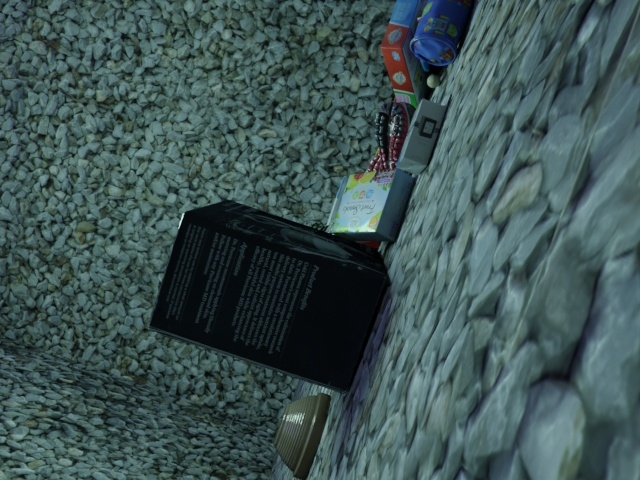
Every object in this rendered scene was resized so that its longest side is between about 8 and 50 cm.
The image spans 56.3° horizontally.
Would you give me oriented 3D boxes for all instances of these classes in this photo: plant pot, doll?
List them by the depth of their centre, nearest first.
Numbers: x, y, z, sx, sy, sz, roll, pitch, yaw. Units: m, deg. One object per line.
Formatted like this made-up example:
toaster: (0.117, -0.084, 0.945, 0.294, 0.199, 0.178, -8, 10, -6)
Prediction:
doll: (0.309, -0.515, 1.647, 0.129, 0.046, 0.188, -8, -88, -45)
plant pot: (-0.061, 0.527, 1.659, 0.237, 0.110, 0.237, -161, 90, -89)

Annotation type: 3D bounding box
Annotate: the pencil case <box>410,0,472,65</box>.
pencil case: (0.323, -0.596, 1.549, 0.133, 0.119, 0.306, -20, 46, 61)

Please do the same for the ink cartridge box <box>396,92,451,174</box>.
ink cartridge box: (0.235, -0.251, 1.374, 0.104, 0.060, 0.180, 105, -176, -83)

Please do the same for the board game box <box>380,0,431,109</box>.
board game box: (0.274, -0.555, 1.780, 0.316, 0.064, 0.242, 56, -131, -58)

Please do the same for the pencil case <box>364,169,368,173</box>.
pencil case: (0.214, -0.227, 2.508, 0.206, 0.088, 0.086, -69, 1, -60)

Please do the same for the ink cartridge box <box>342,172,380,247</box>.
ink cartridge box: (0.136, -0.070, 1.787, 0.134, 0.078, 0.231, -71, -30, -50)

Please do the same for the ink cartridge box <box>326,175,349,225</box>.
ink cartridge box: (0.117, -0.075, 2.064, 0.232, 0.168, 0.171, 111, 177, -68)

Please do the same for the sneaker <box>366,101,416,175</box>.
sneaker: (0.211, -0.223, 1.627, 0.112, 0.121, 0.299, -14, -60, -47)

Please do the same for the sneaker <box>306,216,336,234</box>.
sneaker: (0.000, 0.000, 1.937, 0.134, 0.146, 0.343, -34, -6, -32)

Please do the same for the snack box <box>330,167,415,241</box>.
snack box: (0.130, -0.087, 1.531, 0.207, 0.070, 0.174, 1, 68, 61)

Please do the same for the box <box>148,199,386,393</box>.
box: (-0.109, 0.111, 1.532, 0.480, 0.472, 0.297, -70, 0, -82)

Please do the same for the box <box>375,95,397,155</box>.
box: (0.327, -0.530, 2.472, 0.257, 0.079, 0.321, 105, -177, -62)
